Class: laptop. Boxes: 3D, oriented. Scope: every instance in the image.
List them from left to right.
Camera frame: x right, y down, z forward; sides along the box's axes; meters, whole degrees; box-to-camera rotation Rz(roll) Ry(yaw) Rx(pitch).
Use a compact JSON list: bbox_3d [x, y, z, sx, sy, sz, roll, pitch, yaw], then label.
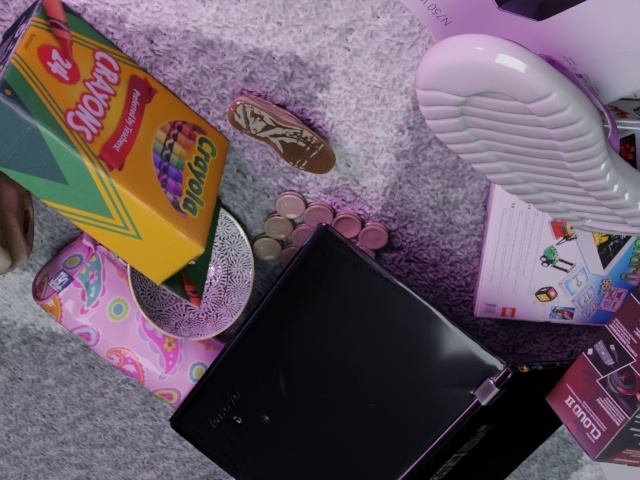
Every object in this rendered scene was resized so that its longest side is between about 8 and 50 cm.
[{"bbox_3d":[0.098,0.197,1.397,0.408,0.236,0.382,3,135,-45],"label":"laptop"}]

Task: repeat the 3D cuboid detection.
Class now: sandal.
[{"bbox_3d":[0.221,-0.113,1.063,0.169,0.102,0.416,4,162,34],"label":"sandal"}]

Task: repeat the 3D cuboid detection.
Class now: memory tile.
[{"bbox_3d":[0.000,0.000,1.348,0.148,0.012,0.113,20,128,-11],"label":"memory tile"}]

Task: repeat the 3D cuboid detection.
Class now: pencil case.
[{"bbox_3d":[-0.231,0.108,1.389,0.124,0.124,0.284,-31,119,27],"label":"pencil case"}]

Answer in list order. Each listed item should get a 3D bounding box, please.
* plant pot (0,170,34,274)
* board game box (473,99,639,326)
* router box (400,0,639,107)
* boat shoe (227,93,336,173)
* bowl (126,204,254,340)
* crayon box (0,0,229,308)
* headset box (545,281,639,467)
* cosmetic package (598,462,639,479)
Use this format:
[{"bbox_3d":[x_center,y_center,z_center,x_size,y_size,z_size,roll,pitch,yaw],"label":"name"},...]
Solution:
[{"bbox_3d":[-0.498,-0.037,1.192,0.305,0.334,0.334,-17,127,4],"label":"plant pot"},{"bbox_3d":[0.291,-0.027,1.273,0.193,0.053,0.305,4,130,2],"label":"board game box"},{"bbox_3d":[0.232,-0.267,0.984,0.301,0.082,0.335,-22,136,37],"label":"router box"},{"bbox_3d":[-0.040,-0.124,1.226,0.135,0.045,0.050,33,117,-16],"label":"boat shoe"},{"bbox_3d":[-0.173,0.037,1.324,0.170,0.170,0.080,41,154,-26],"label":"bowl"},{"bbox_3d":[-0.212,-0.094,1.166,0.081,0.202,0.318,-35,120,29],"label":"crayon box"},{"bbox_3d":[0.424,0.152,1.287,0.218,0.110,0.293,13,120,-38],"label":"headset box"},{"bbox_3d":[0.432,0.286,1.517,0.099,0.060,0.239,-18,126,20],"label":"cosmetic package"}]
